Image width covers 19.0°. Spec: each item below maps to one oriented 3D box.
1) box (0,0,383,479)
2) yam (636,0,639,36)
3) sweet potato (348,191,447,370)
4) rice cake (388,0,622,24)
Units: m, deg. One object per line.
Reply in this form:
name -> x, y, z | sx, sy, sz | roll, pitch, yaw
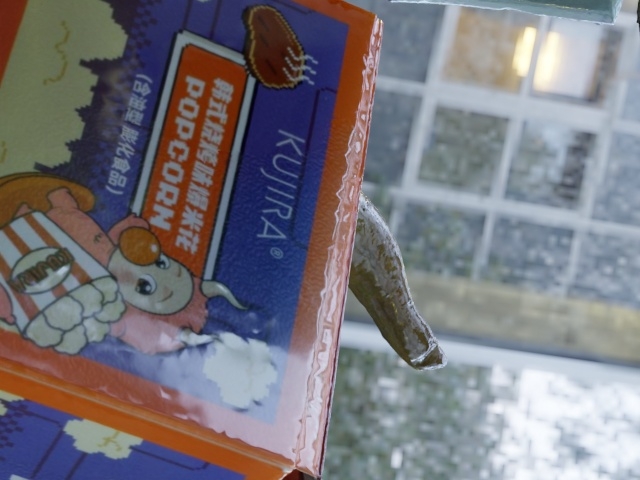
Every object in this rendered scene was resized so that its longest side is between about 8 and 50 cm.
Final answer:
box -> -0.148, 0.028, 1.205 | 0.318, 0.257, 0.349 | -50, -157, 49
yam -> 0.382, -0.136, 1.489 | 0.161, 0.268, 0.161 | -42, -156, 23
sweet potato -> 0.002, -0.004, 1.598 | 0.079, 0.346, 0.108 | -21, -132, 29
rice cake -> 0.172, -0.264, 1.719 | 0.043, 0.237, 0.127 | -130, -132, -68
